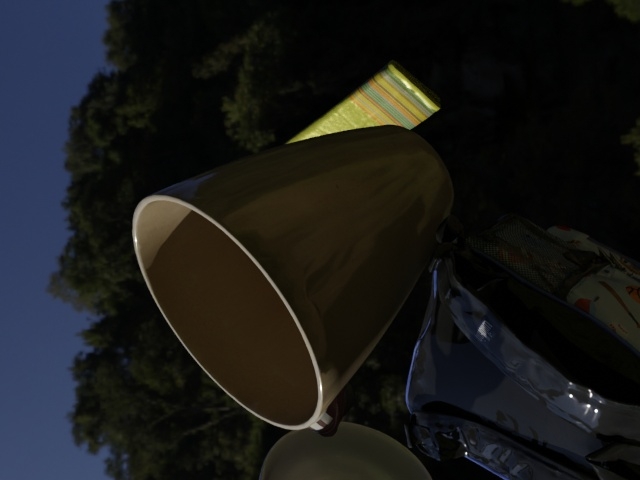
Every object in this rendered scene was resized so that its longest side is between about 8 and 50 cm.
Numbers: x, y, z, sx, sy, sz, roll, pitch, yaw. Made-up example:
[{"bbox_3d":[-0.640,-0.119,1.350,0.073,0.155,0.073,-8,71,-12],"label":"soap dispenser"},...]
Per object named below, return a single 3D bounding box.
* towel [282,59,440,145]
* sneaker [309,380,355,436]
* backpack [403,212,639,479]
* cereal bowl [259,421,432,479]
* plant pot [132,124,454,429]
[{"bbox_3d":[0.057,-0.171,1.222,0.102,0.237,0.021,37,-138,-25],"label":"towel"},{"bbox_3d":[-0.017,0.133,1.113,0.162,0.106,0.281,56,-154,-53],"label":"sneaker"},{"bbox_3d":[0.230,0.127,0.779,0.213,0.263,0.277,-23,-46,-31],"label":"backpack"},{"bbox_3d":[0.041,0.505,1.551,0.339,0.338,0.141,-58,-14,-58],"label":"cereal bowl"},{"bbox_3d":[0.000,0.000,0.829,0.274,0.256,0.257,-37,-57,-32],"label":"plant pot"}]
